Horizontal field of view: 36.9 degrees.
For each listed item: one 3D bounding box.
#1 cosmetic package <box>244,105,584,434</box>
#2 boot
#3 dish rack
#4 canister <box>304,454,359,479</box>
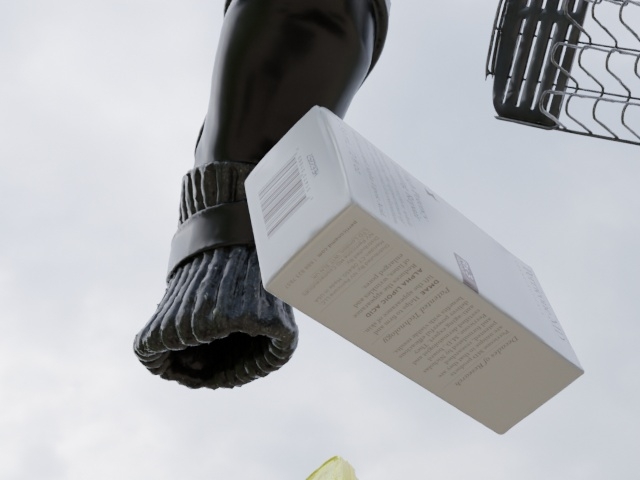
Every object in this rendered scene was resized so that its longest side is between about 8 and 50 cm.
[{"bbox_3d":[0.063,0.024,0.638,0.231,0.117,0.085,32,-64,-32],"label":"cosmetic package"},{"bbox_3d":[-0.048,-0.046,0.763,0.131,0.260,0.348,16,-34,-6],"label":"boot"},{"bbox_3d":[0.243,-0.165,0.715,0.271,0.208,0.074,18,6,39],"label":"dish rack"},{"bbox_3d":[0.053,0.327,1.033,0.073,0.126,0.170,-42,-85,4],"label":"canister"}]
